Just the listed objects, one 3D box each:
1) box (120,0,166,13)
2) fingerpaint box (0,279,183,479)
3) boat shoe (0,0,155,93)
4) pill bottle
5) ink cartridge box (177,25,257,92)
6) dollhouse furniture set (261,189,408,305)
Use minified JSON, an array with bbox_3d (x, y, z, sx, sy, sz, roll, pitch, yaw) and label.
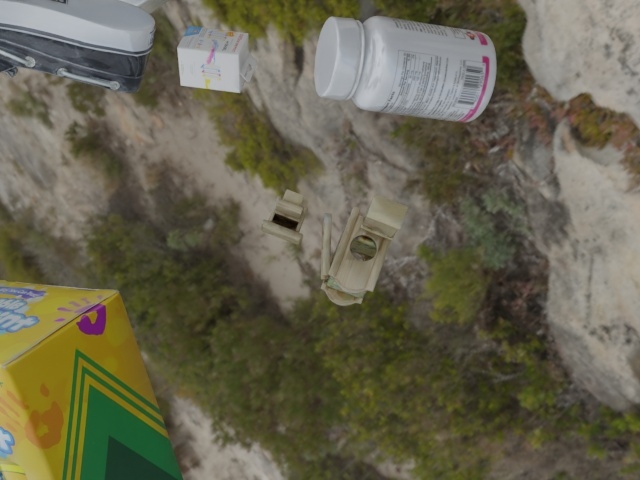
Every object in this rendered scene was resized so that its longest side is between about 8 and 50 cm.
[{"bbox_3d":[-0.355,-0.485,1.410,0.130,0.091,0.170,56,-173,-14],"label":"box"},{"bbox_3d":[-0.396,0.240,0.925,0.444,0.163,0.371,3,116,33],"label":"fingerpaint box"},{"bbox_3d":[-0.331,-0.222,0.800,0.108,0.301,0.102,-107,32,-51],"label":"boat shoe"},{"bbox_3d":[0.142,-0.297,1.317,0.160,0.282,0.161,-176,90,-73],"label":"pill bottle"},{"bbox_3d":[-0.204,-0.364,1.537,0.143,0.092,0.090,7,134,4],"label":"ink cartridge box"},{"bbox_3d":[0.000,0.000,0.930,0.160,0.101,0.182,21,166,1],"label":"dollhouse furniture set"}]
